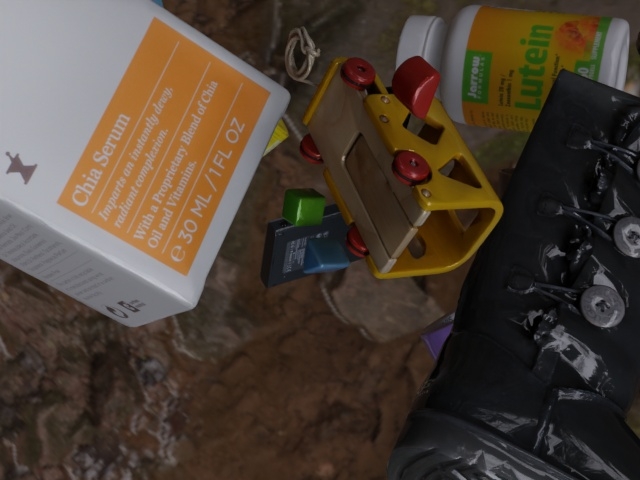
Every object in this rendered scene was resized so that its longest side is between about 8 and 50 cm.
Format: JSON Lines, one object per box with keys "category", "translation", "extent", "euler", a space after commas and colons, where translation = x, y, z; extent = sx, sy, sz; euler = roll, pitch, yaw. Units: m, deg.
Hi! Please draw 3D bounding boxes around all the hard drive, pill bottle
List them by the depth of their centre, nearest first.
{"category": "hard drive", "translation": [0.000, 0.000, 1.273], "extent": [0.135, 0.022, 0.094], "euler": [-16, 141, -24]}
{"category": "pill bottle", "translation": [0.215, -0.194, 1.278], "extent": [0.136, 0.245, 0.136], "euler": [9, 90, -71]}

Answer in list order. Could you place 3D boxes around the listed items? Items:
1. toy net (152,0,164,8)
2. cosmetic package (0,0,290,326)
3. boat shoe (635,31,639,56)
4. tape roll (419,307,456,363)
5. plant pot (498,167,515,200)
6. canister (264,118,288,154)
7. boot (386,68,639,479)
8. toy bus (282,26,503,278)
{"category": "toy net", "translation": [-0.246, -0.168, 1.180], "extent": [0.232, 0.045, 0.122], "euler": [-38, 96, -3]}
{"category": "cosmetic package", "translation": [-0.278, -0.134, 0.950], "extent": [0.453, 0.161, 0.230], "euler": [31, 67, -21]}
{"category": "boat shoe", "translation": [0.541, -0.246, 1.717], "extent": [0.066, 0.066, 0.183], "euler": [-22, 83, -13]}
{"category": "tape roll", "translation": [0.233, 0.116, 1.506], "extent": [0.189, 0.189, 0.080], "euler": [-28, 90, -23]}
{"category": "plant pot", "translation": [0.430, -0.008, 2.139], "extent": [0.215, 0.215, 0.231], "euler": [0, 102, -31]}
{"category": "canister", "translation": [-0.140, -0.124, 1.447], "extent": [0.170, 0.073, 0.126], "euler": [-37, 138, 12]}
{"category": "boot", "translation": [0.296, 0.093, 1.035], "extent": [0.367, 0.146, 0.445], "euler": [33, 56, -7]}
{"category": "toy bus", "translation": [0.061, -0.068, 0.897], "extent": [0.104, 0.191, 0.202], "euler": [-3, 98, -32]}
